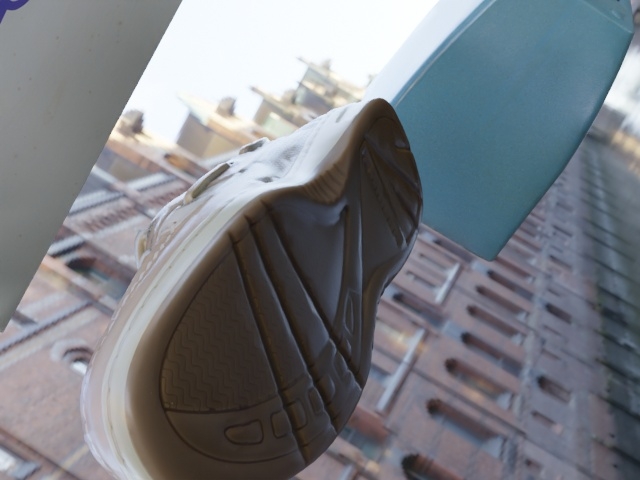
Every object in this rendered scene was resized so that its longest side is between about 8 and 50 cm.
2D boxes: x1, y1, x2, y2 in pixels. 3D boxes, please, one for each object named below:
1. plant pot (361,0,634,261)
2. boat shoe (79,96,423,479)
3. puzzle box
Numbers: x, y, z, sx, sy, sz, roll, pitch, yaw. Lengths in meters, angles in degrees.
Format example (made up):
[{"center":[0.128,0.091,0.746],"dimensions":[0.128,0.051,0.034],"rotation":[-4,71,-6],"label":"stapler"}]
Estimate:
[{"center":[0.155,-0.142,0.848],"dimensions":[0.234,0.166,0.165],"rotation":[-54,10,37],"label":"plant pot"},{"center":[-0.036,0.022,0.507],"dimensions":[0.341,0.110,0.121],"rotation":[-49,-56,-60],"label":"boat shoe"},{"center":[-0.273,-0.120,0.665],"dimensions":[0.409,0.272,0.052],"rotation":[-55,35,25],"label":"puzzle box"}]
